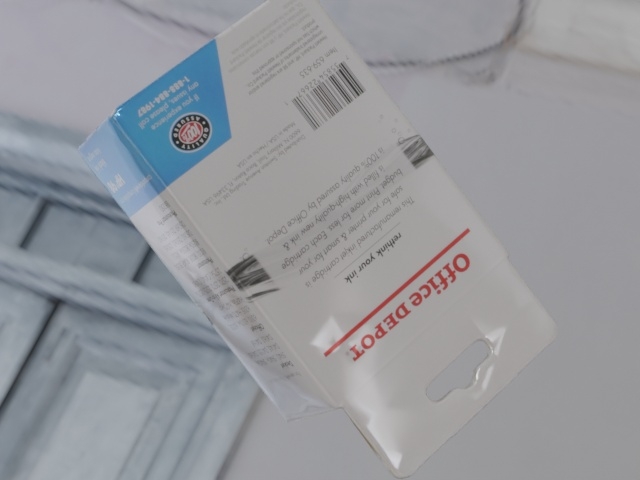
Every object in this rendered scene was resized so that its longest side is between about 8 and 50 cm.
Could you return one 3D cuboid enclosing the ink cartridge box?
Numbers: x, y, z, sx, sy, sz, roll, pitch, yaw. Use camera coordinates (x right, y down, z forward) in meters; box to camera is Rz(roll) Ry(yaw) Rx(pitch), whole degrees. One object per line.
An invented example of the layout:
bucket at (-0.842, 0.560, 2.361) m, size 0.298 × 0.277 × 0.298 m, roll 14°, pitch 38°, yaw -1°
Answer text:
ink cartridge box at (0.000, 0.000, 0.619) m, size 0.180 × 0.104 × 0.060 m, roll 53°, pitch -25°, yaw -4°
